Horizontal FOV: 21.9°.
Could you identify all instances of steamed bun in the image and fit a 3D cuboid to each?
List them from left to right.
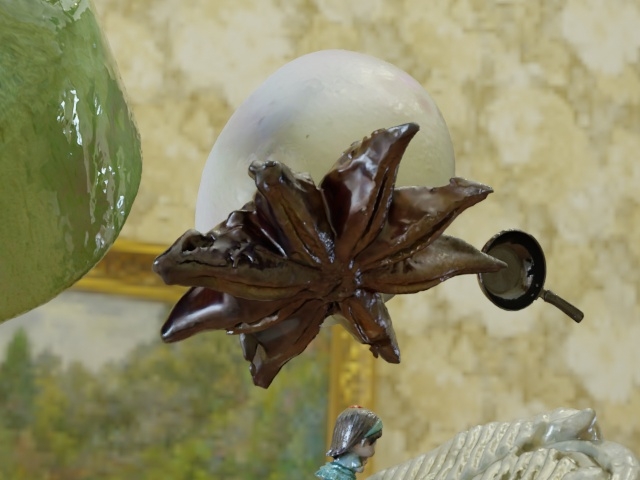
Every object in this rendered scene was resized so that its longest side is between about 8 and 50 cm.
[{"bbox_3d":[0.182,0.326,1.632,0.324,0.219,0.310,-25,16,0],"label":"steamed bun"}]

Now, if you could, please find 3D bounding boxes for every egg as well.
[{"bbox_3d":[-0.004,-0.062,1.451,0.206,0.271,0.162,11,-14,38],"label":"egg"}]

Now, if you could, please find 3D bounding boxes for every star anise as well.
[{"bbox_3d":[0.000,0.000,1.172,0.272,0.102,0.272,-14,-39,-12],"label":"star anise"}]

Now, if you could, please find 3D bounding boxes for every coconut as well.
[{"bbox_3d":[-0.280,-0.072,1.173,0.281,0.328,0.328,19,-7,24],"label":"coconut"}]

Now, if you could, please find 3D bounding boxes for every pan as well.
[{"bbox_3d":[0.172,0.037,1.375,0.115,0.068,0.023,36,-18,-23],"label":"pan"}]

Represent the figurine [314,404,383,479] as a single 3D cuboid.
[{"bbox_3d":[0.025,0.213,1.635,0.047,0.106,0.060,28,-12,-14],"label":"figurine"}]
